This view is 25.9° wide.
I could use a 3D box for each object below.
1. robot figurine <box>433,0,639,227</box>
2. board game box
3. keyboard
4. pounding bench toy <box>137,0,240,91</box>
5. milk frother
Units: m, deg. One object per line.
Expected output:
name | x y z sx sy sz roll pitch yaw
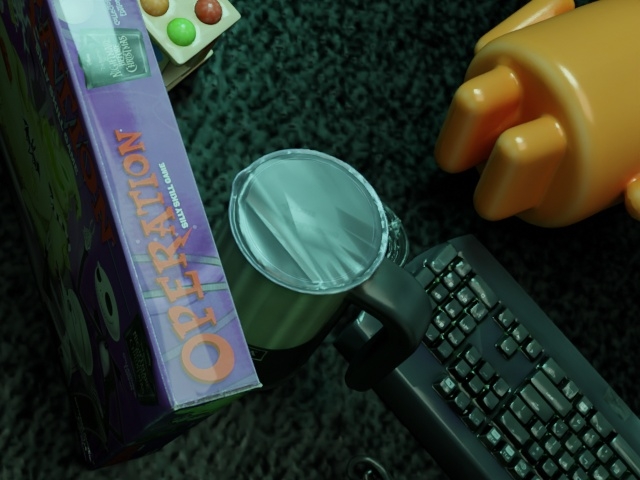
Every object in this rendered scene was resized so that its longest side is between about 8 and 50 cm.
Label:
robot figurine | 0.177 -0.088 0.881 0.219 0.158 0.128 -21 111 -27
board game box | -0.128 -0.068 0.699 0.056 0.208 0.346 -13 78 -26
keyboard | 0.128 0.159 0.835 0.317 0.033 0.201 48 62 -2
pounding bench toy | -0.098 -0.116 0.807 0.052 0.065 0.083 48 62 -3
milk frother | 0.000 0.000 0.768 0.129 0.135 0.143 17 59 -12
